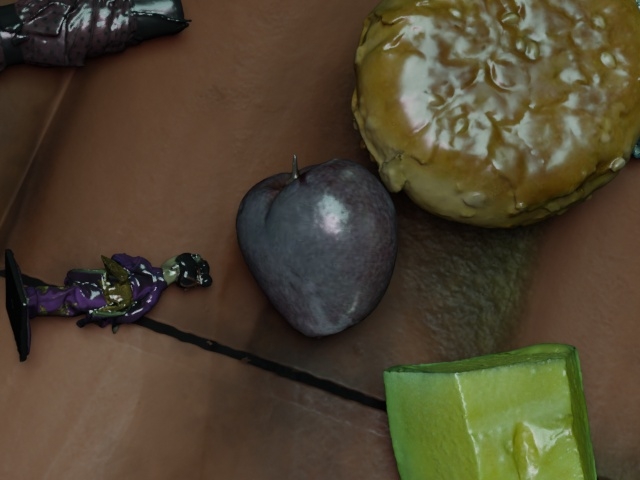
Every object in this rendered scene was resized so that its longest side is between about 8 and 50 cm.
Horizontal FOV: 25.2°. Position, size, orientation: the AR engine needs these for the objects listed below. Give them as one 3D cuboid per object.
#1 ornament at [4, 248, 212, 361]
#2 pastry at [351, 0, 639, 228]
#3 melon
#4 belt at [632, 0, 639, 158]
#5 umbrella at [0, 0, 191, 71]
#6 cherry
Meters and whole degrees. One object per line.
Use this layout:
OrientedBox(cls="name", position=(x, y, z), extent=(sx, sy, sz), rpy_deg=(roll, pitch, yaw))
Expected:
OrientedBox(cls="ornament", position=(-0.210, 0.043, 1.401), extent=(0.203, 0.088, 0.081), rpy_deg=(-15, 47, -24))
OrientedBox(cls="pastry", position=(0.175, -0.150, 1.445), extent=(0.316, 0.184, 0.284), rpy_deg=(-25, 85, -14))
OrientedBox(cls="melon", position=(0.182, 0.258, 1.331), extent=(0.196, 0.124, 0.323), rpy_deg=(-9, 77, -8))
OrientedBox(cls="belt", position=(0.338, -0.179, 1.518), extent=(0.065, 0.100, 0.179), rpy_deg=(-9, 75, -26))
OrientedBox(cls="umbrella", position=(-0.296, -0.215, 1.472), extent=(0.326, 0.094, 0.090), rpy_deg=(-12, 86, -9))
OrientedBox(cls="cherry", position=(0.003, 0.001, 1.385), extent=(0.140, 0.176, 0.176), rpy_deg=(-28, 73, -43))
